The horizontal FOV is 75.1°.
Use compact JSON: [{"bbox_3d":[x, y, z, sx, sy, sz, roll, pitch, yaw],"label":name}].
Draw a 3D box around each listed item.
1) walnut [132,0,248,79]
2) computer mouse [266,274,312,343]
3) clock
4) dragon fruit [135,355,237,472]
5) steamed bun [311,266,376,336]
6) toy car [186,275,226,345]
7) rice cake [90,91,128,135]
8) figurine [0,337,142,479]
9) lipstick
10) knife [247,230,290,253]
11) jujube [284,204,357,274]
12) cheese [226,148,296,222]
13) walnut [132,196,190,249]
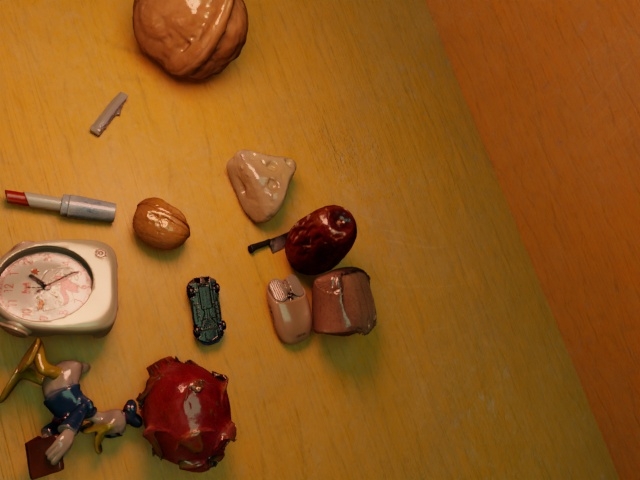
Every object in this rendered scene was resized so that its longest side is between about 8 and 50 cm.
[{"bbox_3d":[-0.427,-0.732,1.406,0.383,0.383,0.384,10,69,-28],"label":"walnut"},{"bbox_3d":[-0.105,0.241,1.454,0.145,0.082,0.237,-9,80,-33],"label":"computer mouse"},{"bbox_3d":[-0.707,0.126,1.083,0.324,0.108,0.265,4,60,-31],"label":"clock"},{"bbox_3d":[-0.361,0.465,1.142,0.250,0.250,0.315,2,56,-31],"label":"dragon fruit"},{"bbox_3d":[0.067,0.228,1.490,0.301,0.199,0.252,14,62,-61],"label":"steamed bun"},{"bbox_3d":[-0.363,0.221,1.314,0.103,0.063,0.216,-7,84,-32],"label":"toy car"},{"bbox_3d":[-0.679,-0.410,1.348,0.042,0.030,0.180,28,61,-15],"label":"rice cake"},{"bbox_3d":[-0.598,0.432,1.031,0.338,0.204,0.284,31,34,-34],"label":"figurine"},{"bbox_3d":[-0.739,-0.101,1.191,0.273,0.061,0.068,9,72,-29],"label":"lipstick"},{"bbox_3d":[-0.163,0.011,1.533,0.230,0.028,0.060,-22,98,-38],"label":"knife"},{"bbox_3d":[0.000,0.000,1.456,0.223,0.318,0.223,11,62,-22],"label":"jujube"},{"bbox_3d":[-0.184,-0.192,1.499,0.251,0.173,0.248,-6,76,-38],"label":"cheese"},{"bbox_3d":[-0.488,-0.046,1.281,0.180,0.144,0.144,30,61,-25],"label":"walnut"}]
